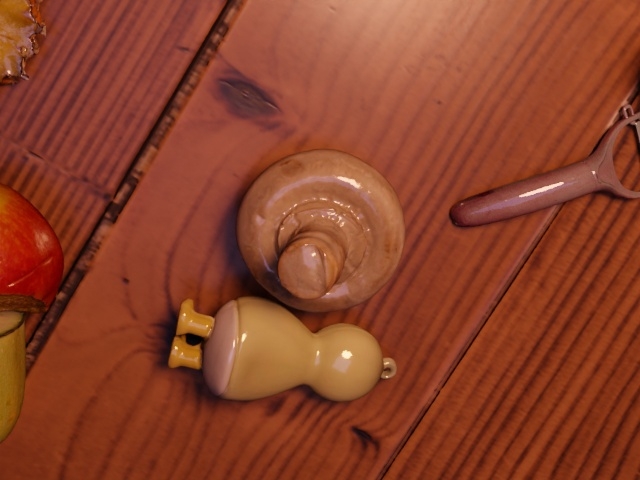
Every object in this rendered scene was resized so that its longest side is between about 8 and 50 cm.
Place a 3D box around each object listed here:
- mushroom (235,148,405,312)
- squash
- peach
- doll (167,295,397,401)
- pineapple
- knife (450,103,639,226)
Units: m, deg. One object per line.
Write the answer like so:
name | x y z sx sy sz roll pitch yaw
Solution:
mushroom | -0.002 -0.015 1.106 0.206 0.209 0.206 -1 79 6
squash | -0.422 0.177 1.146 0.123 0.123 0.186 0 106 -5
peach | -0.404 0.026 1.078 0.190 0.190 0.192 -36 97 3
doll | -0.043 0.145 1.181 0.296 0.117 0.141 9 109 -21
pineapple | -0.423 -0.257 1.087 0.221 0.047 0.221 0 101 -1
knife | 0.301 -0.079 1.188 0.278 0.053 0.123 -19 98 -2
